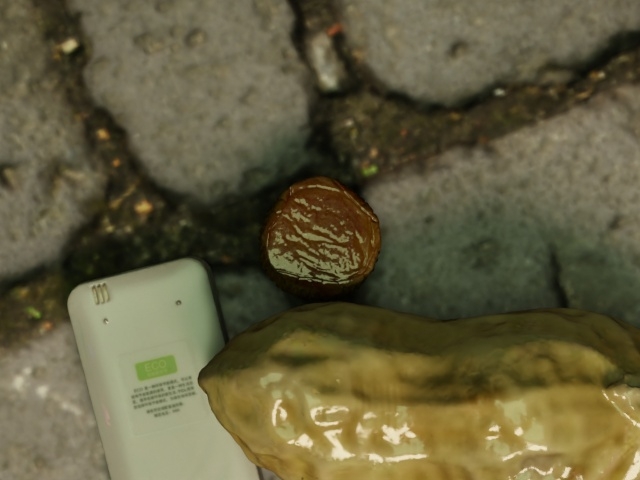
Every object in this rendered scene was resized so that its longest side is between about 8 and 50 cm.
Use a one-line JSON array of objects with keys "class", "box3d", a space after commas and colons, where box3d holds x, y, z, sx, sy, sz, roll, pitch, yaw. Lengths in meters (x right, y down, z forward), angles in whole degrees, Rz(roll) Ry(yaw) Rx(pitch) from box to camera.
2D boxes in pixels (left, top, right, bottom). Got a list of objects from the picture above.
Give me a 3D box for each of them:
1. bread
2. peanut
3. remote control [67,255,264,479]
[{"class": "bread", "box3d": [0.000, 0.000, 1.077, 0.085, 0.053, 0.085, 1, 80, -4]}, {"class": "peanut", "box3d": [0.083, 0.108, 1.032, 0.325, 0.153, 0.140, 4, 87, -7]}, {"class": "remote control", "box3d": [-0.096, 0.140, 1.090, 0.103, 0.034, 0.250, -15, 92, 1]}]
